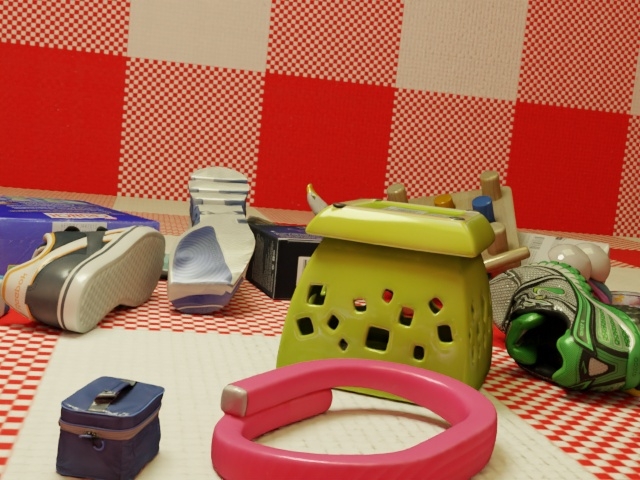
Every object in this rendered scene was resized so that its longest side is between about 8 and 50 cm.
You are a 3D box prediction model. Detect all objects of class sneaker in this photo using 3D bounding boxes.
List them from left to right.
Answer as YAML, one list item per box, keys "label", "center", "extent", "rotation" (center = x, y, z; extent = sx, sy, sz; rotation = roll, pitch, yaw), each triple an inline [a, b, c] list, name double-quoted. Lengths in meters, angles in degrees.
- label: "sneaker"
  center: [-0.324, 0.038, 1.178]
  extent: [0.128, 0.126, 0.321]
  rotation: [12, 9, 9]
- label: "sneaker"
  center: [-0.171, 0.034, 1.366]
  extent: [0.128, 0.182, 0.315]
  rotation: [4, 36, -3]
- label: "sneaker"
  center: [0.299, 0.104, 1.112]
  extent: [0.146, 0.134, 0.343]
  rotation: [3, 8, -15]

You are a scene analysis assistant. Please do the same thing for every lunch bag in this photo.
- label: "lunch bag"
  center: [-0.168, 0.145, 0.664]
  extent: [0.067, 0.065, 0.098]
  rotation: [6, 6, 6]
- label: "lunch bag"
  center: [0.573, 0.120, 1.548]
  extent: [0.083, 0.053, 0.071]
  rotation: [-2, 1, 24]

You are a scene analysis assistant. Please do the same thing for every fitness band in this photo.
- label: "fitness band"
  center: [0.036, 0.163, 0.740]
  extent: [0.209, 0.054, 0.291]
  rotation: [11, 10, 34]

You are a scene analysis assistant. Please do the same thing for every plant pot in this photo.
- label: "plant pot"
  center: [0.094, 0.061, 1.003]
  extent: [0.227, 0.207, 0.228]
  rotation: [8, 8, 18]

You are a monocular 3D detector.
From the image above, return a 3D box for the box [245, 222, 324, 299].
- label: "box"
  center: [-0.040, 0.036, 1.502]
  extent: [0.153, 0.108, 0.207]
  rotation: [2, 8, -21]

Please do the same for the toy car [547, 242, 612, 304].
- label: "toy car"
  center: [0.402, 0.095, 1.335]
  extent: [0.182, 0.159, 0.136]
  rotation: [-2, 45, -49]

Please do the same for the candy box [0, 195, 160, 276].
- label: "candy box"
  center: [-0.467, -0.002, 1.414]
  extent: [0.268, 0.122, 0.317]
  rotation: [2, 7, -38]

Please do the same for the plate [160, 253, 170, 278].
- label: "plate"
  center: [-0.277, 0.049, 1.550]
  extent: [0.188, 0.024, 0.188]
  rotation: [5, 8, -1]

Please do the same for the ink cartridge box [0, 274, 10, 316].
- label: "ink cartridge box"
  center: [-0.458, 0.076, 1.062]
  extent: [0.089, 0.052, 0.122]
  rotation: [5, 8, -5]

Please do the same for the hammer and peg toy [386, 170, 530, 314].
- label: "hammer and peg toy"
  center: [0.237, 0.017, 1.507]
  extent: [0.266, 0.127, 0.361]
  rotation: [-8, 33, 12]

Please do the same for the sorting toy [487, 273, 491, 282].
- label: "sorting toy"
  center: [0.278, 0.048, 1.742]
  extent: [0.257, 0.089, 0.255]
  rotation: [11, 9, 41]

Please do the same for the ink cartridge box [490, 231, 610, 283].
- label: "ink cartridge box"
  center: [0.431, 0.061, 1.561]
  extent: [0.191, 0.082, 0.139]
  rotation: [10, 41, 26]

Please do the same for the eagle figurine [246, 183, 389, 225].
- label: "eagle figurine"
  center: [-0.006, -0.009, 1.783]
  extent: [0.298, 0.225, 0.226]
  rotation: [-27, -27, -17]
